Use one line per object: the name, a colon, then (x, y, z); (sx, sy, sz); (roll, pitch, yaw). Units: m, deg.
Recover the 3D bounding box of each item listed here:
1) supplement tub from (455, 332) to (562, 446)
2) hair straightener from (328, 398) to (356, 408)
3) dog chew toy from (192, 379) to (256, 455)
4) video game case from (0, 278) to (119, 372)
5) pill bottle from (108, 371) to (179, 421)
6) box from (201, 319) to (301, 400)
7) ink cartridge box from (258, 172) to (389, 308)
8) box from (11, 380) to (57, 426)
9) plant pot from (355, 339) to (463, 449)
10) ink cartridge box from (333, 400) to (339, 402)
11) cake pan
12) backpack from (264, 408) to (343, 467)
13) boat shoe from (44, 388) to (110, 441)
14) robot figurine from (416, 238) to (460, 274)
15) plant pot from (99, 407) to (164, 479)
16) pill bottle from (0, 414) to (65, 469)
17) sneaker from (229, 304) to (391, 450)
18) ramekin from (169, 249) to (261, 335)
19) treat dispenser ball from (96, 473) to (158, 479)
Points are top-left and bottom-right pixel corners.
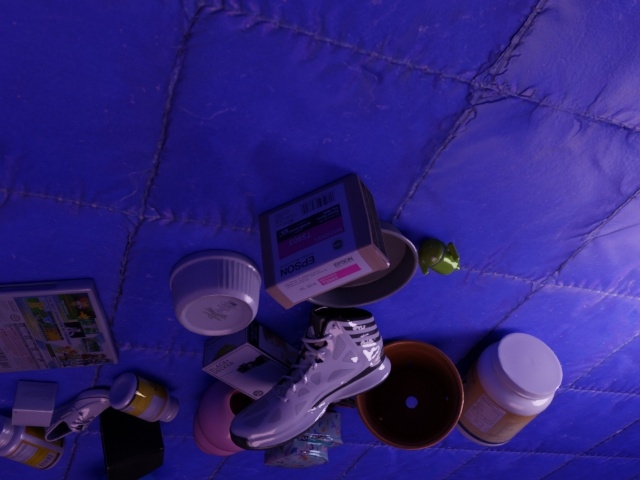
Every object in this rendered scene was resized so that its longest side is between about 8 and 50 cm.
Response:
supplement tub: (0.529, 0.431, 1.867); (0.228, 0.228, 0.316); (5, 138, -16)
hair straightener: (0.073, 0.495, 1.997); (0.230, 0.047, 0.089); (22, 132, -32)
dog chew toy: (-0.274, 0.523, 1.859); (0.207, 0.206, 0.332); (12, 145, -23)
video game case: (-0.659, 0.208, 1.526); (0.300, 0.036, 0.329); (-3, 139, -7)
pill bottle: (-0.482, 0.439, 1.781); (0.103, 0.103, 0.184); (-29, 137, 22)
box: (-0.152, 0.332, 1.701); (0.169, 0.087, 0.290); (-31, 128, 24)
ink cartridge box: (0.000, 0.000, 1.278); (0.235, 0.193, 0.088); (-24, 139, 16)
box: (-0.771, 0.441, 1.740); (0.101, 0.087, 0.102); (10, 137, -21)
plant pot: (0.252, 0.444, 1.813); (0.291, 0.290, 0.203); (-14, 156, 5)
ink cartridge box: (-0.005, 0.425, 1.875); (0.150, 0.063, 0.109); (7, 150, -19)
cake pan: (0.072, 0.050, 1.460); (0.293, 0.054, 0.293); (-6, 140, -5)
backpack: (-0.057, 0.604, 2.003); (0.254, 0.191, 0.225); (11, 149, -35)
boat shoe: (-0.682, 0.501, 1.831); (0.258, 0.084, 0.095); (-31, 135, 25)
robot figurine: (0.269, 0.037, 1.471); (0.115, 0.067, 0.101); (29, 140, -36)
plant pot: (-0.559, 0.607, 1.919); (0.167, 0.187, 0.188); (-6, 141, -22)
pill bottle: (-0.856, 0.579, 1.866); (0.117, 0.117, 0.215); (-24, 138, 17)
sneaker: (-0.047, 0.300, 1.569); (0.448, 0.169, 0.257); (-26, 116, -22)
ramekin: (-0.235, 0.126, 1.450); (0.207, 0.109, 0.207); (-5, 140, -4)
treat dispenser ball: (-0.660, 0.915, 2.175); (0.288, 0.288, 0.288); (-5, 140, -4)
